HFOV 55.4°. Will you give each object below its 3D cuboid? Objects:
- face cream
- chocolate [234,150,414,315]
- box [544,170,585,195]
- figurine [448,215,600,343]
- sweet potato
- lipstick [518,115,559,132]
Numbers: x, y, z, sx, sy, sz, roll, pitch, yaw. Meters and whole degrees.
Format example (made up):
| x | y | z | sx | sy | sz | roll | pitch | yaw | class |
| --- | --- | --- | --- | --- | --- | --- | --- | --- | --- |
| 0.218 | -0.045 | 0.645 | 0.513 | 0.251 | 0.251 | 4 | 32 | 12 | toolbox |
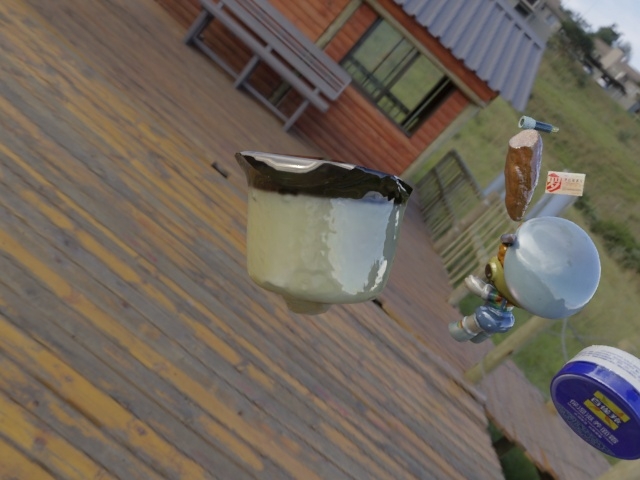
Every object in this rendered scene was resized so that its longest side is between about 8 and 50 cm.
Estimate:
| x | y | z | sx | sy | sz | roll | pitch | yaw | class |
| --- | --- | --- | --- | --- | --- | --- | --- | --- | --- |
| 0.561 | 0.307 | 1.176 | 0.206 | 0.111 | 0.205 | 41 | -27 | 27 | face cream |
| 0.000 | 0.000 | 1.168 | 0.314 | 0.296 | 0.326 | 8 | -4 | 20 | chocolate |
| 0.642 | -0.150 | 1.602 | 0.093 | 0.058 | 0.015 | 6 | 11 | 10 | box |
| 0.448 | 0.123 | 1.343 | 0.225 | 0.381 | 0.205 | 0 | 50 | -16 | figurine |
| 0.540 | -0.174 | 1.647 | 0.097 | 0.251 | 0.097 | 5 | 16 | -1 | sweet potato |
| 0.626 | -0.325 | 1.743 | 0.116 | 0.037 | 0.037 | 12 | 28 | -13 | lipstick |
